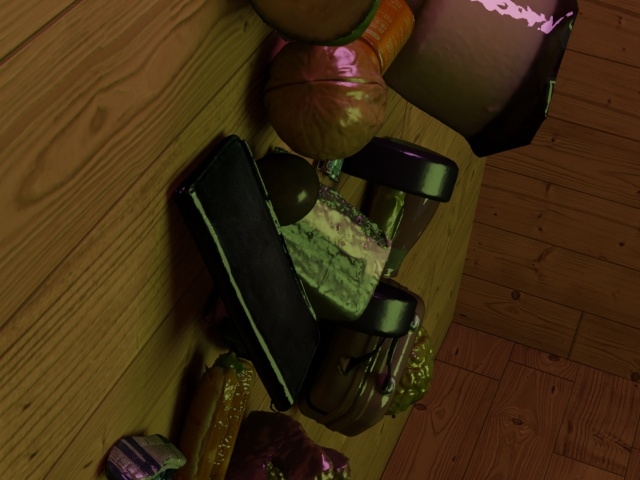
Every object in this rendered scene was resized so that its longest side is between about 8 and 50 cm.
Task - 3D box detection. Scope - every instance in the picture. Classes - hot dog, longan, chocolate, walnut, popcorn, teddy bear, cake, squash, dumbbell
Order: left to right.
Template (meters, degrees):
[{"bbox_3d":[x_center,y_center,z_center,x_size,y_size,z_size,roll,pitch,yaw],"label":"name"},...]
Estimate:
[{"bbox_3d":[-0.157,0.259,1.555,0.104,0.076,0.250,-26,135,-61],"label":"hot dog"},{"bbox_3d":[-0.065,0.405,1.809,0.296,0.246,0.222,-127,-168,-65],"label":"teddy bear"},{"bbox_3d":[-0.052,-0.072,1.486,0.119,0.106,0.106,-66,167,-54],"label":"longan"},{"bbox_3d":[-0.003,-0.003,1.636,0.283,0.172,0.158,74,34,-63],"label":"cake"},{"bbox_3d":[0.006,-0.186,1.464,0.197,0.165,0.165,-20,127,-83],"label":"walnut"},{"bbox_3d":[0.030,-0.324,1.320,0.260,0.189,0.189,-27,133,-66],"label":"squash"},{"bbox_3d":[0.101,-0.010,1.947,0.204,0.204,0.322,-3,110,-75],"label":"dumbbell"},{"bbox_3d":[0.147,0.273,2.502,0.251,0.206,0.236,10,83,-88],"label":"popcorn"},{"bbox_3d":[0.235,-0.335,1.914,0.314,0.297,0.325,180,-76,-80],"label":"chocolate"}]

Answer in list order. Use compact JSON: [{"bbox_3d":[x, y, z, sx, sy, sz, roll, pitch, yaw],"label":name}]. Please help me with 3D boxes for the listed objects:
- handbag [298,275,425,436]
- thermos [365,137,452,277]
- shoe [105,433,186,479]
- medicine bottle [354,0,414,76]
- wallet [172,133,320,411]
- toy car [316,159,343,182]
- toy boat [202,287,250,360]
[{"bbox_3d":[0.090,0.209,2.143,0.301,0.149,0.283,-64,-171,-21],"label":"handbag"},{"bbox_3d":[0.152,-0.055,2.227,0.176,0.146,0.265,-39,151,-76],"label":"thermos"},{"bbox_3d":[-0.222,0.281,1.374,0.071,0.064,0.143,-56,163,9],"label":"shoe"},{"bbox_3d":[0.069,-0.295,1.694,0.192,0.096,0.096,-56,159,-47],"label":"medicine bottle"},{"bbox_3d":[-0.081,0.037,1.383,0.318,0.045,0.172,68,28,-25],"label":"wallet"},{"bbox_3d":[0.022,-0.130,1.842,0.122,0.035,0.059,16,91,-85],"label":"toy car"},{"bbox_3d":[-0.103,0.118,1.578,0.092,0.103,0.246,-63,174,-13],"label":"toy boat"}]
